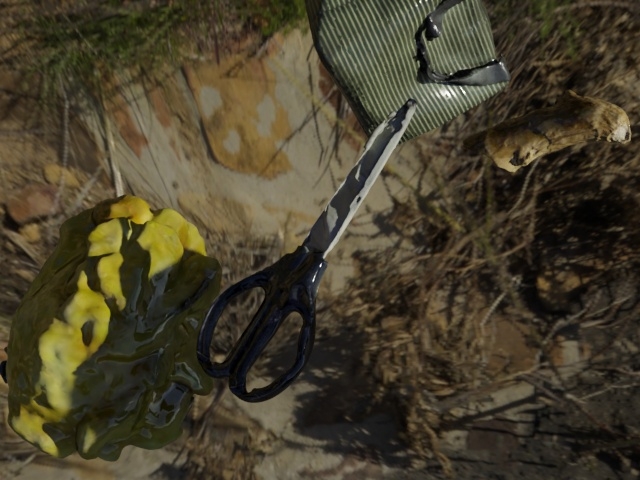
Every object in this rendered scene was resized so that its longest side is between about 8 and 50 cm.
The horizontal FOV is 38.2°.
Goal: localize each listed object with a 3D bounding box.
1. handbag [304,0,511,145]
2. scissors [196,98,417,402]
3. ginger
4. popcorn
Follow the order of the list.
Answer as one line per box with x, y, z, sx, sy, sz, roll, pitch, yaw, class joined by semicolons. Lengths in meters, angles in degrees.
0.126;-0.315;1.365;0.240;0.341;0.247;-21;58;13;handbag
0.000;0.000;0.799;0.109;0.022;0.300;31;85;33;scissors
0.193;-0.092;0.796;0.137;0.057;0.044;-17;117;19;ginger
-0.217;0.097;0.980;0.215;0.252;0.286;18;61;14;popcorn
